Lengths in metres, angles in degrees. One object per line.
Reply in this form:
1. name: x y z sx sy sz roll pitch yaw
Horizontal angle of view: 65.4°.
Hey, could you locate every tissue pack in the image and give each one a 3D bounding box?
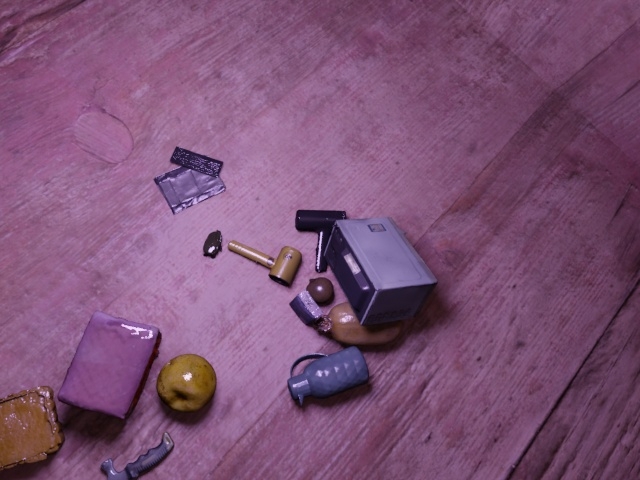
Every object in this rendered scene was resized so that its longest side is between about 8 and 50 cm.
1. tissue pack: -0.054 0.251 1.843 0.051 0.156 0.112 -37 84 -23

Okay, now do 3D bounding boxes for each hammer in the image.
1. hammer: -0.591 0.739 1.658 0.226 0.041 0.158 -35 84 -18

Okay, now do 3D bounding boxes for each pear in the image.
1. pear: -0.448 0.475 1.691 0.197 0.197 0.197 3 74 -11

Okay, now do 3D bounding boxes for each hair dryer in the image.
1. hair dryer: -0.218 0.057 1.909 0.279 0.090 0.135 24 72 2
2. hair dryer: 0.000 0.000 1.968 0.197 0.089 0.251 3 81 -11

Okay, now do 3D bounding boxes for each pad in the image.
1. pad: -0.509 -0.221 1.955 0.233 0.022 0.174 -30 83 -16

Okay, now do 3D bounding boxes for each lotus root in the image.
1. lotus root: 0.144 0.308 1.869 0.343 0.151 0.169 4 72 -15

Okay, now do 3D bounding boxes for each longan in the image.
1. longan: -0.004 0.188 1.907 0.113 0.092 0.113 -5 70 13

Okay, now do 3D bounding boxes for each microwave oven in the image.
1. microwave oven: 0.201 0.110 1.826 0.286 0.218 0.355 -6 46 -27

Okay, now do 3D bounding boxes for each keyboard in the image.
1. keyboard: -0.486 -0.312 1.962 0.196 0.015 0.074 19 74 -5

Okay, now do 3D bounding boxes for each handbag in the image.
1. handbag: -0.406 0.009 1.896 0.072 0.047 0.111 17 72 -1

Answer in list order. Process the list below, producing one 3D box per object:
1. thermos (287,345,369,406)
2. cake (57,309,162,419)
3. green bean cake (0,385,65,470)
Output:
1. thermos: 0.017 0.480 1.809 0.287 0.145 0.182 -15 46 -14
2. cake: -0.677 0.406 1.631 0.230 0.237 0.308 21 73 -5
3. green bean cake: -0.949 0.596 1.579 0.230 0.131 0.224 -15 80 -18
